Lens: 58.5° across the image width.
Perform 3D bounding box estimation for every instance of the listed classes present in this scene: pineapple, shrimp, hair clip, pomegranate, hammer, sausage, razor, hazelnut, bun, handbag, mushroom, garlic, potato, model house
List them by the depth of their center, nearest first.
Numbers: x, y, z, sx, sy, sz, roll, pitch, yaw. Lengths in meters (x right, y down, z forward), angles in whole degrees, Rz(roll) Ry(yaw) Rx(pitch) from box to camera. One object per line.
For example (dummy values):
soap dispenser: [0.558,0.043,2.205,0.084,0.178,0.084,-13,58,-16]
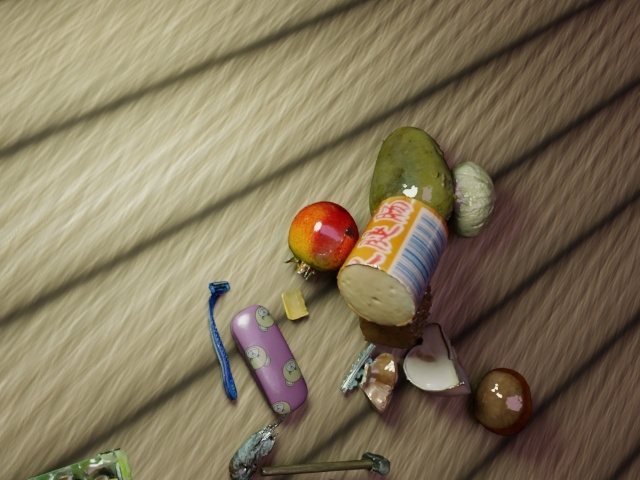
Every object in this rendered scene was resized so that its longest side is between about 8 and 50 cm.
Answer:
model house: [-0.540,0.692,1.248,0.300,0.323,0.341,-12,86,-22]
shrimp: [-0.161,0.551,1.543,0.079,0.090,0.233,39,83,9]
sausage: [0.200,0.054,1.546,0.233,0.233,0.287,41,53,-11]
razor: [-0.273,0.276,1.569,0.056,0.093,0.325,-8,88,18]
hammer: [0.011,0.629,1.589,0.364,0.111,0.044,5,80,-21]
pomegranate: [0.000,0.000,1.636,0.210,0.210,0.235,40,87,-12]
handbag: [-0.075,0.186,1.670,0.061,0.027,0.084,-16,87,-22]
garlic: [0.186,0.421,1.696,0.124,0.099,0.175,53,53,-53]
hair clip: [0.116,0.382,1.707,0.049,0.049,0.173,40,75,-11]
pineapple: [0.263,0.150,1.740,0.202,0.202,0.362,41,55,-11]
potato: [0.283,-0.182,1.744,0.219,0.269,0.360,26,64,-51]
mushroom: [0.354,0.398,1.767,0.162,0.173,0.236,-23,46,12]
hazelnut: [0.582,0.510,1.804,0.214,0.176,0.215,-11,106,-43]
bun: [0.482,-0.125,1.818,0.153,0.244,0.244,-5,82,16]

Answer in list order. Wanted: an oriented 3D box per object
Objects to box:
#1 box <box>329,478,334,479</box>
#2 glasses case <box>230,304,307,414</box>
box: [0.062,0.730,1.620,0.099,0.074,0.054,30,86,-15]
glasses case: [-0.141,0.332,1.593,0.123,0.075,0.317,-28,93,-28]
